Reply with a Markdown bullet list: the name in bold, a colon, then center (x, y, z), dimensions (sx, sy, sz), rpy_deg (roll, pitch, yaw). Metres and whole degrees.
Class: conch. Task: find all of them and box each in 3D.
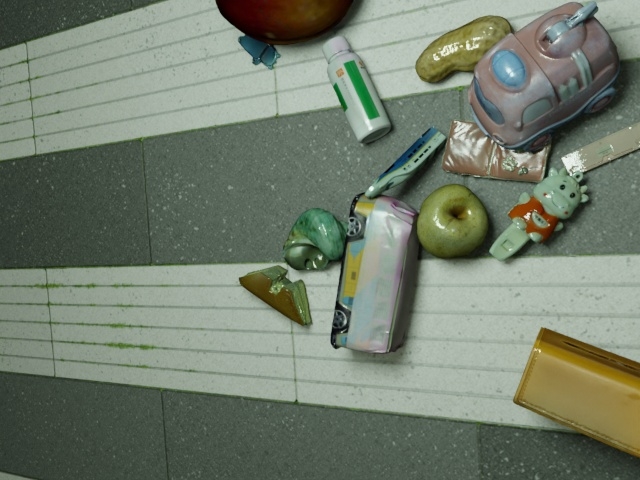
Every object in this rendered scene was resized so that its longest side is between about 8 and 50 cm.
- **conch**: center (-0.002, -0.001, 1.427), dimensions (0.188, 0.122, 0.176), rpy_deg (4, 116, 28)

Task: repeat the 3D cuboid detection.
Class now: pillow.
- **pillow**: center (0.395, -0.202, 1.256), dimensions (0.232, 0.043, 0.126), rpy_deg (11, 98, 27)

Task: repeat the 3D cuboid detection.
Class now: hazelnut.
- **hazelnut**: center (-0.103, -0.688, 1.283), dimensions (0.402, 0.402, 0.429), rpy_deg (-9, 84, 27)

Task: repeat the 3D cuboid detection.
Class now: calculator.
- **calculator**: center (-0.167, -0.533, 1.524), dimensions (0.141, 0.019, 0.094), rpy_deg (48, 112, 14)

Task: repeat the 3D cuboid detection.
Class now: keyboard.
- **keyboard**: center (0.600, -0.188, 1.171), dimensions (0.166, 0.017, 0.055), rpy_deg (-25, 78, 26)

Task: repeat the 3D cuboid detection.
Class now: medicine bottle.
- **medicine bottle**: center (0.084, -0.374, 1.369), dimensions (0.095, 0.095, 0.260), rpy_deg (-25, 83, 26)

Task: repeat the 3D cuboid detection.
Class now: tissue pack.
- **tissue pack**: center (0.558, 0.301, 1.129), dimensions (0.274, 0.194, 0.145), rpy_deg (19, 102, 23)

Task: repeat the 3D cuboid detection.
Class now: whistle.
- **whistle**: center (0.467, -0.054, 1.202), dimensions (0.253, 0.106, 0.102), rpy_deg (-48, 57, 21)

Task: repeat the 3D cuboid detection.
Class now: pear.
- **pear**: center (0.298, -0.042, 1.260), dimensions (0.167, 0.136, 0.167), rpy_deg (-1, 75, 3)

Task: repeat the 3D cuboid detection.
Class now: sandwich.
- **sandwich**: center (-0.114, 0.132, 1.508), dimensions (0.244, 0.090, 0.088), rpy_deg (34, 110, 20)

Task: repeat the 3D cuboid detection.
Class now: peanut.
- **peanut**: center (0.319, -0.425, 1.247), dimensions (0.226, 0.095, 0.108), rpy_deg (-17, 83, 27)

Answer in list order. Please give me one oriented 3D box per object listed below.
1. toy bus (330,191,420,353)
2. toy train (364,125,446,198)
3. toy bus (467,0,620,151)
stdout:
- **toy bus**: center (0.144, 0.079, 1.341), dimensions (0.162, 0.171, 0.386), rpy_deg (10, 97, 20)
- **toy train**: center (0.196, -0.168, 1.284), dimensions (0.051, 0.052, 0.234), rpy_deg (41, 74, 16)
- **toy bus**: center (0.432, -0.331, 1.097), dimensions (0.294, 0.232, 0.197), rpy_deg (-32, 68, 18)
